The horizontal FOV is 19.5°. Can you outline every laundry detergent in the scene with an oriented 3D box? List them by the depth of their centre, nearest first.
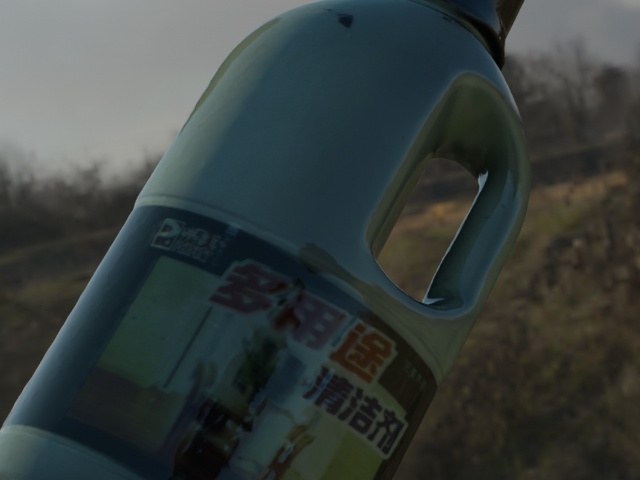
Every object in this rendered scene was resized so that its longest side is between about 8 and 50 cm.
[{"bbox_3d":[0.000,0.000,0.523,0.099,0.226,0.070,28,-25,4],"label":"laundry detergent"}]
